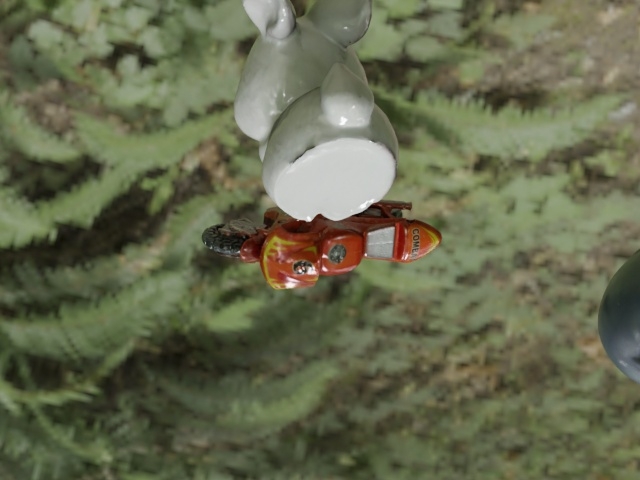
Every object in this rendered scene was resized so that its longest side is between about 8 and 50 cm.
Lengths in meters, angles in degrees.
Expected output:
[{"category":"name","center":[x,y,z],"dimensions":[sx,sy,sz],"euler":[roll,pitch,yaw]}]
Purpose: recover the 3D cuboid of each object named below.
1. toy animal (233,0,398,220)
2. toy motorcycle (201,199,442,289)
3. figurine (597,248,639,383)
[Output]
[{"category":"toy animal","center":[-0.004,-0.127,1.387],"dimensions":[0.127,0.193,0.178],"euler":[-4,152,-14]},{"category":"toy motorcycle","center":[-0.001,-0.002,2.003],"dimensions":[0.298,0.089,0.171],"euler":[-10,-161,-31]},{"category":"figurine","center":[0.415,0.110,1.592],"dimensions":[0.265,0.175,0.197],"euler":[25,-179,25]}]
